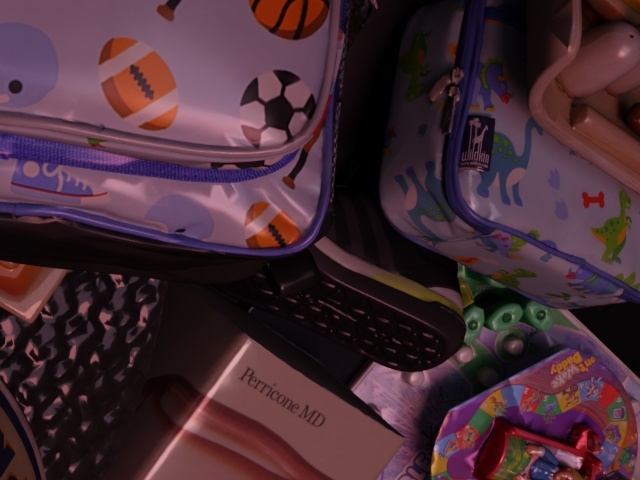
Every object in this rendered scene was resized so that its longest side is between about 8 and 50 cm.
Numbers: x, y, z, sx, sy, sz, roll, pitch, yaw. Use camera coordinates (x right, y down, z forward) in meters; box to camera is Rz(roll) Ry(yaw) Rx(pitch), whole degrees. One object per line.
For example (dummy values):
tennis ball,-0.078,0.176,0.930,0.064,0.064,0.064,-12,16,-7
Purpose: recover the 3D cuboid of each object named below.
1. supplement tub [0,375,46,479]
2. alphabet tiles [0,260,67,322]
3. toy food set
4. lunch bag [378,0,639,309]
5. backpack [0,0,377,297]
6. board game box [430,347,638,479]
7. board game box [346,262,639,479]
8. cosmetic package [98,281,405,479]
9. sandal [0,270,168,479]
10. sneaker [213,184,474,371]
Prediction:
supplement tub,-0.212,0.154,0.319,0.235,0.325,0.235,-3,104,-11
alphabet tiles,-0.193,-0.130,0.479,0.285,0.011,0.342,35,78,-19
toy food set,0.243,-0.130,0.665,0.306,0.092,0.220,27,54,-33
lunch bag,0.144,-0.061,0.684,0.219,0.090,0.176,25,68,-33
backpack,-0.099,-0.128,0.410,0.276,0.213,0.263,9,76,-19
board game box,0.161,0.159,0.739,0.168,0.033,0.133,-25,106,-13
board game box,0.135,0.264,0.793,0.390,0.050,0.390,42,86,-20
cosmetic package,-0.106,0.184,0.637,0.153,0.129,0.296,36,88,-33
sandal,-0.160,-0.003,0.567,0.167,0.107,0.446,26,81,-29
sneaker,0.000,0.000,0.672,0.234,0.084,0.097,33,46,-21
